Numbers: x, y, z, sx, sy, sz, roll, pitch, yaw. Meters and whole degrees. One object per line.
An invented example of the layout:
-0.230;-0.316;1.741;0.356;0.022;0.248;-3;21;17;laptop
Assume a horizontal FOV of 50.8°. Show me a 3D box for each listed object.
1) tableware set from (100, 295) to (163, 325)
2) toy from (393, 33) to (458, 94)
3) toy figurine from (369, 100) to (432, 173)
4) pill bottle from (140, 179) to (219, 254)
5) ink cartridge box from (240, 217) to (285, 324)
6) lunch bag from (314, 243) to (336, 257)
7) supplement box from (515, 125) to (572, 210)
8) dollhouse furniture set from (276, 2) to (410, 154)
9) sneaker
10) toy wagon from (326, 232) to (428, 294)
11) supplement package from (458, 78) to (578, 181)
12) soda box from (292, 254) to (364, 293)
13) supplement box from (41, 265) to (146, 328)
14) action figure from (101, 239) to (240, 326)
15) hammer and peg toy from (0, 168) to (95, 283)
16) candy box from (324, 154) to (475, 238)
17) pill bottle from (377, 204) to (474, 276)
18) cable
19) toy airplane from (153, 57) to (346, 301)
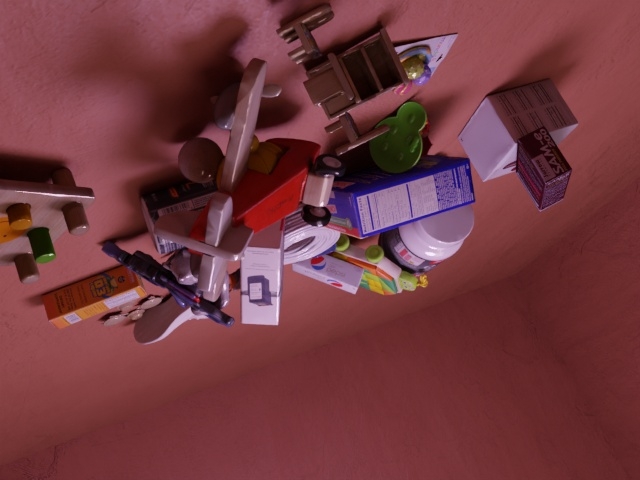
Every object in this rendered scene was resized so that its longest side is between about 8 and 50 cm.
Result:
-0.551;0.204;1.969;0.168;0.020;0.141;-38;159;33;tableware set
0.162;-0.329;1.340;0.237;0.056;0.137;-16;161;-24;toy
0.216;-0.248;1.596;0.159;0.130;0.173;-19;142;-60;toy figurine
-0.245;-0.067;1.431;0.245;0.130;0.130;-19;161;-17;pill bottle
-0.144;0.068;1.685;0.100;0.172;0.237;4;123;0;ink cartridge box
0.000;0.000;2.027;0.098;0.065;0.067;-20;146;-10;lunch bag
0.543;-0.171;1.653;0.073;0.130;0.239;-29;162;7;supplement box
0.059;-0.279;1.124;0.161;0.212;0.242;-26;-172;9;dollhouse furniture set
-0.423;0.233;2.069;0.292;0.108;0.169;-33;157;22;sneaker
0.171;0.095;2.139;0.068;0.344;0.267;-62;155;-19;toy wagon
0.507;-0.283;1.747;0.203;0.149;0.194;-19;161;-20;supplement package
0.023;0.091;2.094;0.216;0.069;0.074;21;160;5;soda box
-0.561;0.136;1.680;0.233;0.078;0.080;-21;158;-12;supplement box
-0.317;0.047;1.580;0.179;0.341;0.330;-59;-175;-3;action figure
-0.600;0.005;1.185;0.361;0.127;0.266;-35;159;30;hammer and peg toy
0.170;-0.116;1.652;0.317;0.122;0.268;-17;-166;-17;candy box
0.319;-0.023;2.066;0.210;0.210;0.363;-19;169;-15;pill bottle
-0.070;-0.013;1.862;0.257;0.089;0.257;-24;162;0;cable
-0.163;-0.090;1.213;0.386;0.272;0.384;-56;160;-6;toy airplane
